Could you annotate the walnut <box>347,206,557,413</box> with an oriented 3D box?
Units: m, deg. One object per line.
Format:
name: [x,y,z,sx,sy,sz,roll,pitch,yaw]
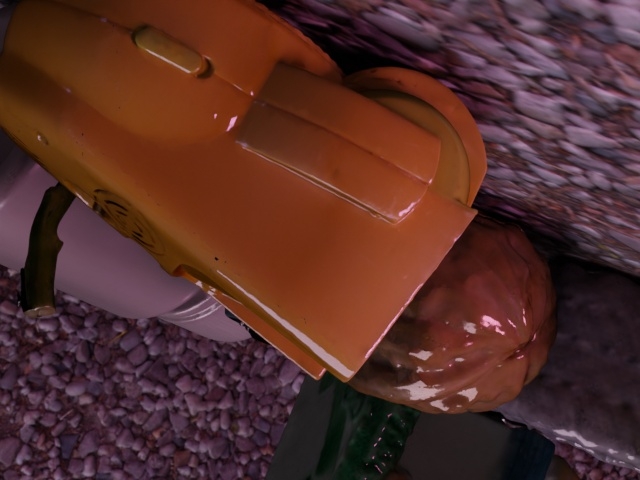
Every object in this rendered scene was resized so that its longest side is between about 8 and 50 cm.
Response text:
walnut: [0.097,0.057,1.216,0.245,0.198,0.198,16,170,45]

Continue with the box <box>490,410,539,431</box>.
box: [0.175,0.108,1.535,0.349,0.141,0.289,24,171,-8]

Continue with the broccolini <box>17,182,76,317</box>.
broccolini: [-0.129,-0.032,1.031,0.123,0.271,0.062,20,142,12]

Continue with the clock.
clock: [-0.066,-0.064,0.909,0.317,0.200,0.244,32,170,-3]

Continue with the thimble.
thimble: [0.286,0.129,1.294,0.246,0.157,0.217,23,176,6]

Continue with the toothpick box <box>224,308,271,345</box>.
toothpick box: [0.000,0.000,1.109,0.120,0.184,0.120,22,172,3]

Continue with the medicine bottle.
medicine bottle: [-0.173,-0.044,1.229,0.208,0.208,0.340,16,170,45]

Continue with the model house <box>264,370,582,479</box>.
model house: [0.137,0.257,1.471,0.325,0.194,0.267,22,171,-13]
